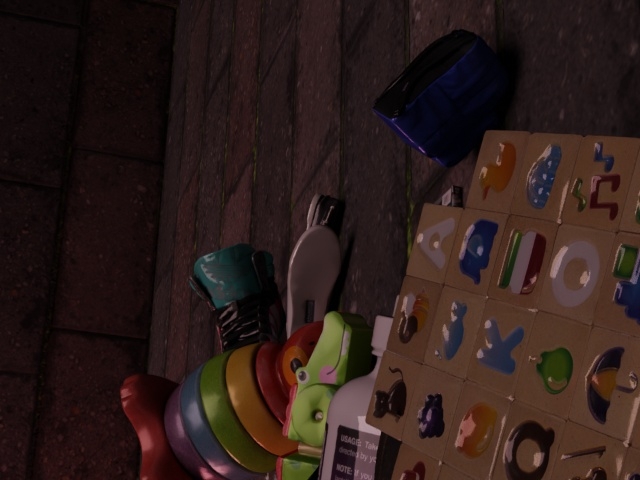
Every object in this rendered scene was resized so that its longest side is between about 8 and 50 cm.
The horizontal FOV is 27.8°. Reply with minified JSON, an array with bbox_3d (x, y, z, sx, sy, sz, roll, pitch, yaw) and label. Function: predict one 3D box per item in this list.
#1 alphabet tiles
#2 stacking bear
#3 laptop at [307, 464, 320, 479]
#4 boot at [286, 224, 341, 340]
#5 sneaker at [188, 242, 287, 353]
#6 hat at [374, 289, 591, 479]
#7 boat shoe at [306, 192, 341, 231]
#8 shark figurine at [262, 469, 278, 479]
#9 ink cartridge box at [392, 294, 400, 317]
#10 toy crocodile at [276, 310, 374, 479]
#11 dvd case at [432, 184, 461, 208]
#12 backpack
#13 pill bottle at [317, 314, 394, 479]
[{"bbox_3d":[0.130,0.072,0.807,0.342,0.011,0.285,14,89,64],"label":"alphabet tiles"},{"bbox_3d":[-0.066,0.188,1.524,0.289,0.164,0.175,-30,63,25],"label":"stacking bear"},{"bbox_3d":[-0.033,0.377,1.199,0.264,0.136,0.234,-53,2,11],"label":"laptop"},{"bbox_3d":[-0.018,0.060,1.702,0.086,0.069,0.190,-113,31,-69],"label":"boot"},{"bbox_3d":[-0.108,0.099,1.753,0.295,0.123,0.178,-90,-21,-74],"label":"sneaker"},{"bbox_3d":[0.162,0.188,0.844,0.331,0.134,0.331,-41,41,50],"label":"hat"},{"bbox_3d":[0.000,0.000,1.735,0.046,0.038,0.125,-13,-62,-68],"label":"boat shoe"},{"bbox_3d":[-0.054,0.304,1.625,0.166,0.116,0.278,118,158,-53],"label":"shark figurine"},{"bbox_3d":[0.094,0.169,1.252,0.109,0.062,0.209,-123,43,-68],"label":"ink cartridge box"},{"bbox_3d":[-0.001,0.242,1.366,0.115,0.105,0.341,3,-86,-62],"label":"toy crocodile"},{"bbox_3d":[0.123,0.013,1.331,0.087,0.013,0.119,131,144,-63],"label":"dvd case"},{"bbox_3d":[0.125,-0.140,1.257,0.120,0.101,0.098,-47,24,2],"label":"backpack"},{"bbox_3d":[0.083,0.229,1.038,0.181,0.181,0.323,-177,96,-75],"label":"pill bottle"}]
